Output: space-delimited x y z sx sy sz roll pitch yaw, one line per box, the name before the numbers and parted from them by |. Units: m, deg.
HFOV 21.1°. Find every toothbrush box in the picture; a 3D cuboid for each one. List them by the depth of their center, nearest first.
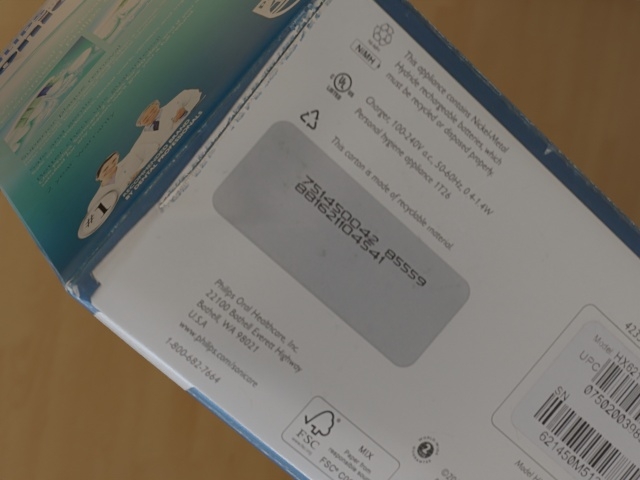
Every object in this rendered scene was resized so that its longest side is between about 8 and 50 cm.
toothbrush box | 0.000 0.000 0.621 0.216 0.295 0.126 41 87 -21
